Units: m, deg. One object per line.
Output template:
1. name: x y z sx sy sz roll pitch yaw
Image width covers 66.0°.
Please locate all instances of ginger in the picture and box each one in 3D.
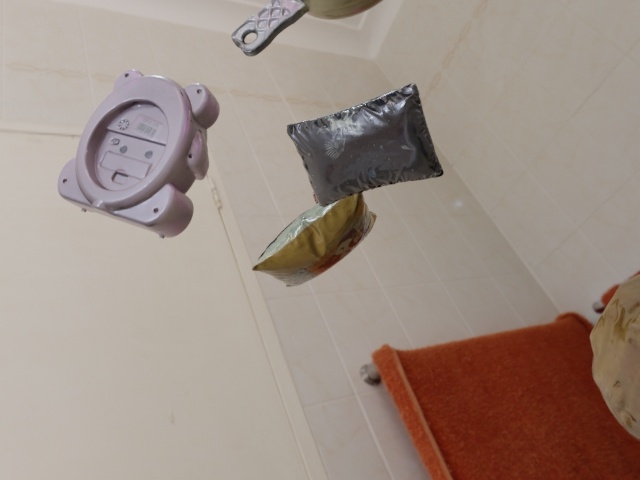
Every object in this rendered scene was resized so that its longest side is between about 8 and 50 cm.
1. ginger: 0.424 0.113 0.508 0.269 0.200 0.223 -45 -60 8

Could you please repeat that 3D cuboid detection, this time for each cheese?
1. cheese: -0.004 -0.356 0.673 0.286 0.163 0.082 -37 -25 0

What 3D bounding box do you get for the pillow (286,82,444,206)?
1. pillow: 0.060 -0.133 0.718 0.208 0.141 0.055 -14 17 30

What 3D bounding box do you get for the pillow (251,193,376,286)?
1. pillow: 0.000 0.000 1.189 0.312 0.119 0.310 -37 -14 3

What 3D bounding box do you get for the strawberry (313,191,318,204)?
1. strawberry: 0.042 -0.133 1.745 0.097 0.228 0.175 -19 -66 6

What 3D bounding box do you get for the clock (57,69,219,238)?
1. clock: -0.370 -0.190 1.035 0.113 0.295 0.322 48 -119 -69
